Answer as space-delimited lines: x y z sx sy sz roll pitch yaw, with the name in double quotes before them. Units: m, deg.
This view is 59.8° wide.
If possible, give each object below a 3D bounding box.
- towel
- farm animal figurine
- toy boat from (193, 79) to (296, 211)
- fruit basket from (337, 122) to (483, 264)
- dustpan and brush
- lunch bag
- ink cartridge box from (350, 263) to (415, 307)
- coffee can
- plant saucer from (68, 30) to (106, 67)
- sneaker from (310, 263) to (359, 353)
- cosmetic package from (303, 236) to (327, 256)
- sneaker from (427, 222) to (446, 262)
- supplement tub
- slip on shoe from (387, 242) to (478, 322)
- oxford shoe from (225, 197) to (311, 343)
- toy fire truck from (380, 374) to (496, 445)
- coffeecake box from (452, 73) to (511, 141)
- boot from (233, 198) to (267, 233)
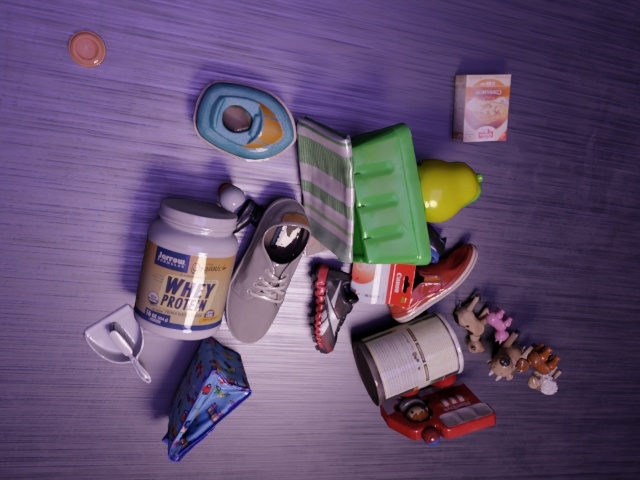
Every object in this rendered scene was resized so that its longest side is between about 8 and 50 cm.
"towel" 0.010 -0.134 1.428 0.038 0.248 0.325 -15 120 -28
"farm animal figurine" 0.576 0.354 1.765 0.172 0.330 0.327 -48 140 -2
"toy boat" -0.199 -0.234 1.416 0.267 0.148 0.319 11 101 -18
"fruit basket" 0.219 -0.121 1.474 0.391 0.283 0.393 -1 92 -27
"dustpan and brush" -0.525 0.300 1.519 0.147 0.060 0.211 -32 111 -5
"lunch bag" -0.341 0.443 1.524 0.138 0.221 0.293 38 92 -21
"ink cartridge box" 0.179 0.121 1.631 0.179 0.045 0.146 11 105 19
"coffee can" 0.260 0.353 1.678 0.275 0.201 0.202 -19 109 -10
"plant saucer" -0.556 -0.456 1.327 0.083 0.013 0.084 -4 107 -15
"sneaker" 0.043 0.206 1.618 0.135 0.097 0.276 4 105 10
"cosmetic package" 0.000 0.000 1.594 0.115 0.041 0.060 -17 109 -11
"sneaker" 0.273 -0.030 1.650 0.232 0.081 0.091 36 68 -14
"supplement tub" -0.337 0.068 1.419 0.228 0.228 0.317 10 102 -18
"slip on shoe" 0.337 0.114 1.684 0.331 0.123 0.101 -38 107 2
"oxford shoe" -0.146 0.102 1.520 0.169 0.130 0.450 13 111 -27
"toy fire truck" 0.352 0.523 1.723 0.302 0.254 0.170 -12 108 -12
"coffeecake box" 0.463 -0.382 1.604 0.142 0.068 0.186 -5 107 -15
"boot" -0.184 -0.047 1.531 0.099 0.045 0.121 34 95 -27
